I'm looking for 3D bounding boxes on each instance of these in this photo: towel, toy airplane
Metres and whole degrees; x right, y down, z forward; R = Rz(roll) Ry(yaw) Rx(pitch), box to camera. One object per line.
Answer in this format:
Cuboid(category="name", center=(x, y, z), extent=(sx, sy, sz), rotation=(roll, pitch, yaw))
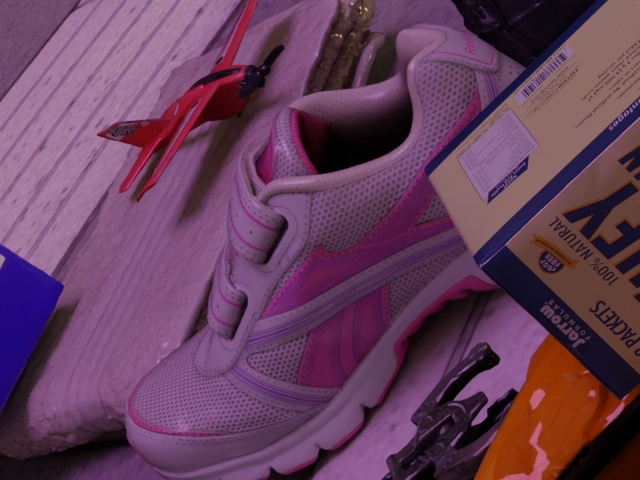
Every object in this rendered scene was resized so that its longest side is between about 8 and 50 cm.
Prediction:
Cuboid(category="towel", center=(-0.068, -0.009, 0.944), extent=(0.187, 0.049, 0.282), rotation=(-20, 38, 50))
Cuboid(category="toy airplane", center=(-0.071, -0.067, 0.937), extent=(0.151, 0.028, 0.151), rotation=(-39, 25, 22))

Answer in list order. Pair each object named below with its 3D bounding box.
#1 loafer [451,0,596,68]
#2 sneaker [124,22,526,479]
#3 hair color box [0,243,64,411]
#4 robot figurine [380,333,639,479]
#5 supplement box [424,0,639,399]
Cuboid(category="loafer", center=(0.145, -0.175, 0.785), extent=(0.223, 0.078, 0.076), rotation=(-47, 24, 4))
Cuboid(category="sneaker", center=(0.000, 0.000, 0.731), extent=(0.252, 0.111, 0.103), rotation=(-42, 25, 16))
Cuboid(category="hair color box", center=(-0.308, 0.067, 1.011), extent=(0.339, 0.185, 0.110), rotation=(-31, 29, 54))
Cuboid(category="robot figurine", center=(0.107, 0.073, 0.476), extent=(0.291, 0.085, 0.211), rotation=(-48, 23, 1))
Cuboid(category="supplement box", center=(0.082, -0.017, 0.478), extent=(0.083, 0.056, 0.083), rotation=(-45, 19, 10))
